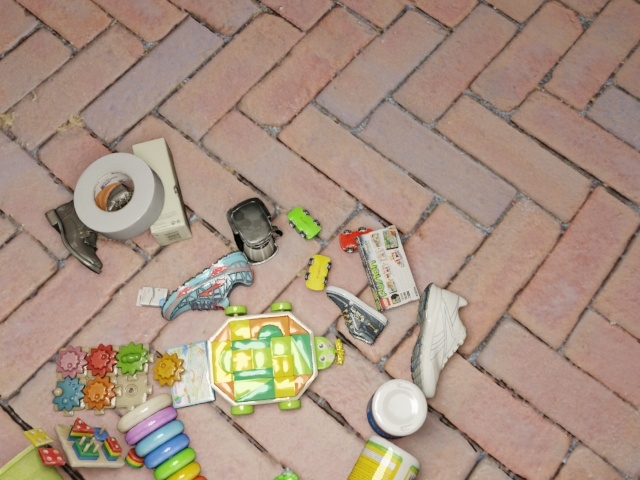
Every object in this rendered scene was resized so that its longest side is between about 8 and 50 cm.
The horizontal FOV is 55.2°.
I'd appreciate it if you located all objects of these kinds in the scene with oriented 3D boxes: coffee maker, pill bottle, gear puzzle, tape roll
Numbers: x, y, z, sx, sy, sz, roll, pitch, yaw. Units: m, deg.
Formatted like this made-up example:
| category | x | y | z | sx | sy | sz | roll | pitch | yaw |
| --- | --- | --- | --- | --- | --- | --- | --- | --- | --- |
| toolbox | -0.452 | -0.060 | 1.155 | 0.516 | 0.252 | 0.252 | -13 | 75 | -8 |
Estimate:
| category | x | y | z | sx | sy | sz | roll | pitch | yaw |
| --- | --- | --- | --- | --- | --- | --- | --- | --- | --- |
| coffee maker | -0.192 | -0.035 | 1.611 | 0.171 | 0.178 | 0.120 | 35 | 72 | 12 |
| pill bottle | 0.172 | 0.400 | 1.430 | 0.124 | 0.221 | 0.124 | 0 | 69 | 0 |
| gear puzzle | -0.504 | 0.339 | 1.522 | 0.338 | 0.044 | 0.176 | -4 | 69 | 4 |
| pill bottle | 0.117 | 0.588 | 1.404 | 0.136 | 0.136 | 0.246 | 29 | 72 | 10 |
| tape roll | -0.520 | -0.114 | 1.587 | 0.219 | 0.072 | 0.219 | -3 | 72 | 9 |

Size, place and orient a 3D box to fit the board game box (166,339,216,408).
| category | x | y | z | sx | sy | sz | roll | pitch | yaw |
| --- | --- | --- | --- | --- | --- | --- | --- | --- | --- |
| board game box | -0.328 | 0.339 | 1.550 | 0.103 | 0.026 | 0.154 | -10 | 70 | -5 |

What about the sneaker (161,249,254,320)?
| category | x | y | z | sx | sy | sz | roll | pitch | yaw |
| --- | --- | --- | --- | --- | --- | --- | --- | --- | --- |
| sneaker | -0.288 | 0.140 | 1.584 | 0.262 | 0.104 | 0.125 | -36 | 85 | -4 |

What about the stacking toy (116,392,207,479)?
| category | x | y | z | sx | sy | sz | roll | pitch | yaw |
| --- | --- | --- | --- | --- | --- | --- | --- | --- | --- |
| stacking toy | -0.340 | 0.534 | 1.434 | 0.141 | 0.141 | 0.330 | -31 | 79 | -11 |

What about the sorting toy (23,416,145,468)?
| category | x | y | z | sx | sy | sz | roll | pitch | yaw |
| --- | --- | --- | --- | --- | --- | --- | --- | --- | --- |
| sorting toy | -0.533 | 0.460 | 1.411 | 0.132 | 0.274 | 0.046 | 37 | 98 | 42 |

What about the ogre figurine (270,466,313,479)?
| category | x | y | z | sx | sy | sz | roll | pitch | yaw |
| --- | --- | --- | --- | --- | --- | --- | --- | --- | --- |
| ogre figurine | -0.059 | 0.613 | 1.421 | 0.197 | 0.097 | 0.118 | 37 | 91 | 28 |

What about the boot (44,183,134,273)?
| category | x | y | z | sx | sy | sz | roll | pitch | yaw |
| --- | --- | --- | --- | --- | --- | --- | --- | --- | --- |
| boot | -0.598 | -0.063 | 1.663 | 0.229 | 0.091 | 0.263 | -38 | 72 | -13 |

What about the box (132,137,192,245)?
| category | x | y | z | sx | sy | sz | roll | pitch | yaw |
| --- | --- | --- | --- | --- | --- | --- | --- | --- | --- |
| box | -0.434 | -0.133 | 1.681 | 0.094 | 0.113 | 0.275 | -15 | 72 | -6 |

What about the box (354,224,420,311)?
| category | x | y | z | sx | sy | sz | roll | pitch | yaw |
| --- | --- | --- | --- | --- | --- | --- | --- | --- | --- |
| box | 0.175 | 0.072 | 1.618 | 0.114 | 0.036 | 0.207 | -16 | 85 | -14 |

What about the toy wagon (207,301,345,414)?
| category | x | y | z | sx | sy | sz | roll | pitch | yaw |
| --- | --- | --- | --- | --- | --- | --- | --- | --- | --- |
| toy wagon | -0.107 | 0.289 | 1.536 | 0.344 | 0.068 | 0.267 | -4 | 75 | -6 |

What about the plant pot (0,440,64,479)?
| category | x | y | z | sx | sy | sz | roll | pitch | yaw |
| --- | --- | --- | --- | --- | --- | --- | --- | --- | --- |
| plant pot | -0.629 | 0.626 | 1.334 | 0.254 | 0.276 | 0.276 | 43 | 74 | 2 |

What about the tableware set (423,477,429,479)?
| category | x | y | z | sx | sy | sz | roll | pitch | yaw |
| --- | --- | --- | --- | --- | --- | --- | --- | --- | --- |
| tableware set | 0.217 | 0.667 | 1.428 | 0.194 | 0.039 | 0.128 | -32 | 73 | -12 |

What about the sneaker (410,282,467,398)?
| category | x | y | z | sx | sy | sz | roll | pitch | yaw |
| --- | --- | --- | --- | --- | --- | --- | --- | --- | --- |
| sneaker | 0.305 | 0.255 | 1.551 | 0.129 | 0.111 | 0.297 | 14 | 71 | -2 |

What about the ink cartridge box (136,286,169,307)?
| category | x | y | z | sx | sy | sz | roll | pitch | yaw |
| --- | --- | --- | --- | --- | --- | --- | --- | --- | --- |
| ink cartridge box | -0.446 | 0.151 | 1.618 | 0.083 | 0.028 | 0.048 | 4 | 69 | 1 |

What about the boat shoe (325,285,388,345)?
| category | x | y | z | sx | sy | sz | roll | pitch | yaw |
| --- | --- | --- | --- | --- | --- | --- | --- | --- | --- |
| boat shoe | 0.079 | 0.194 | 1.589 | 0.183 | 0.065 | 0.083 | 31 | 70 | 9 |

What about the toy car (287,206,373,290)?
| category | x | y | z | sx | sy | sz | roll | pitch | yaw |
| --- | --- | --- | --- | --- | --- | --- | --- | --- | --- |
| toy car | 0.000 | 0.000 | 1.668 | 0.239 | 0.053 | 0.225 | -41 | 75 | -15 |
